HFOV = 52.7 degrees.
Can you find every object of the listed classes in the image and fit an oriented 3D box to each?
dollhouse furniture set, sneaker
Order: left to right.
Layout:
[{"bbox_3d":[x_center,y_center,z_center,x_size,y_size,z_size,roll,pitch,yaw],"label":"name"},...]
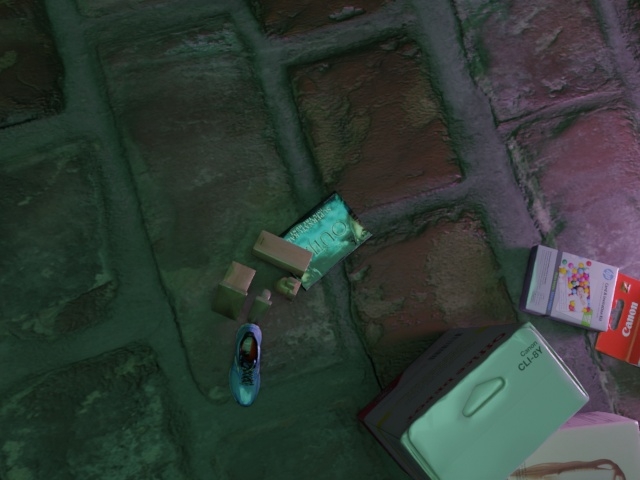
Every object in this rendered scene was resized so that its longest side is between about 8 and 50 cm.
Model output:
[{"bbox_3d":[-0.149,0.247,1.267,0.063,0.073,0.162,1,91,-6],"label":"sneaker"},{"bbox_3d":[-0.118,0.084,1.309,0.144,0.123,0.151,24,55,-2],"label":"dollhouse furniture set"}]

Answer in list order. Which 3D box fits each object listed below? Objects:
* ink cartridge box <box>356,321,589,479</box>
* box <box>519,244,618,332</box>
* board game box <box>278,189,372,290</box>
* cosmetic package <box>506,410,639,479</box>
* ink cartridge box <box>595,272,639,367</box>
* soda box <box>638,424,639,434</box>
[{"bbox_3d":[0.244,0.296,1.148,0.279,0.385,0.160,-39,86,-11],"label":"ink cartridge box"},{"bbox_3d":[0.535,0.104,1.392,0.186,0.038,0.145,17,79,-4],"label":"box"},{"bbox_3d":[0.000,0.000,1.355,0.186,0.026,0.126,-40,86,-11],"label":"board game box"},{"bbox_3d":[0.455,0.422,1.271,0.296,0.153,0.129,-4,82,-6],"label":"cosmetic package"},{"bbox_3d":[0.735,0.193,1.392,0.232,0.066,0.189,23,79,-6],"label":"ink cartridge box"},{"bbox_3d":[0.684,0.476,1.331,0.058,0.061,0.182,-7,81,-8],"label":"soda box"}]
